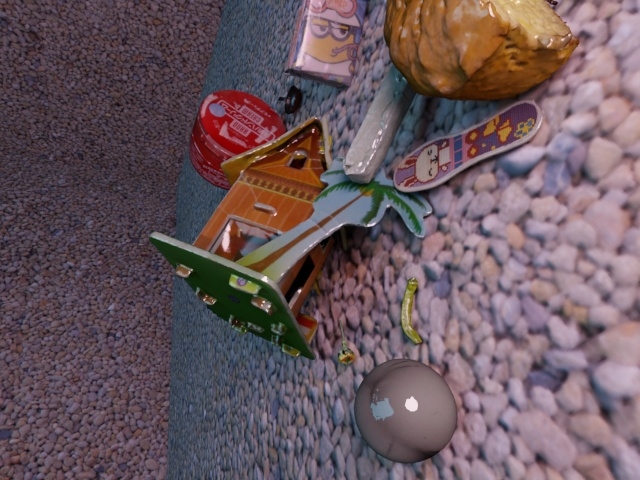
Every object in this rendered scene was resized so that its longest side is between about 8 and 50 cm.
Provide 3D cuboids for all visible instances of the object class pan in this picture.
[{"bbox_3d":[-0.075,-0.344,1.067,0.115,0.024,0.068,39,118,59],"label":"pan"}]

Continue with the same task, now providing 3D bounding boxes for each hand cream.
[{"bbox_3d":[-0.213,-0.247,1.096,0.149,0.231,0.230,131,141,-50],"label":"hand cream"}]

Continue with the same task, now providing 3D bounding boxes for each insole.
[{"bbox_3d":[0.152,-0.098,0.486,0.197,0.004,0.065,-19,58,51],"label":"insole"}]

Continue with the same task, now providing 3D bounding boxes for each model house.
[{"bbox_3d":[0.000,0.000,0.689,0.323,0.341,0.300,-62,-23,-25],"label":"model house"}]

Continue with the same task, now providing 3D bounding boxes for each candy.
[{"bbox_3d":[0.034,0.155,0.672,0.025,0.023,0.083,-31,38,15],"label":"candy"}]

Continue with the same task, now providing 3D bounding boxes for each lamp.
[{"bbox_3d":[0.088,0.176,0.453,0.105,0.105,0.105,-33,53,58],"label":"lamp"}]

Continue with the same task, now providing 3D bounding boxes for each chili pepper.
[{"bbox_3d":[0.111,0.086,0.535,0.030,0.017,0.083,-17,66,61],"label":"chili pepper"}]

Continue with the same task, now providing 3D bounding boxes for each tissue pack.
[{"bbox_3d":[0.010,-0.368,0.788,0.065,0.116,0.154,-147,67,-66],"label":"tissue pack"}]

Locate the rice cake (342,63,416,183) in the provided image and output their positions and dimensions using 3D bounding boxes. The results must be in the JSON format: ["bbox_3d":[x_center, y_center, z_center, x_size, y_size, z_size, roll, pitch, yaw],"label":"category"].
[{"bbox_3d":[0.096,-0.184,0.552,0.042,0.045,0.245,26,88,28],"label":"rice cake"}]

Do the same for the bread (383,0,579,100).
[{"bbox_3d":[0.144,-0.222,0.446,0.139,0.143,0.228,113,157,-51],"label":"bread"}]
